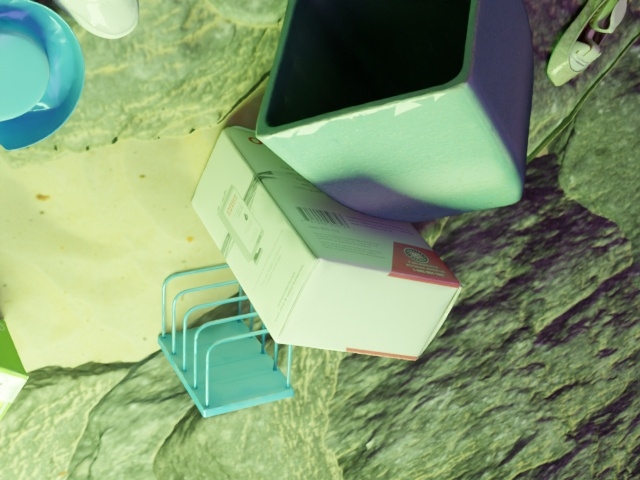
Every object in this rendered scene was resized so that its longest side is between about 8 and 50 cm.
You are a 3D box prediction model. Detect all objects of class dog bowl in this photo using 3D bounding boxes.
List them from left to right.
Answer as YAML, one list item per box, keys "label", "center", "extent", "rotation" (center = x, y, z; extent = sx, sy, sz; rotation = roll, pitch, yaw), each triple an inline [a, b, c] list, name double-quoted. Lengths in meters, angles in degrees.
- label: "dog bowl"
  center: [-0.391, -0.163, 1.199]
  extent: [0.297, 0.074, 0.166]
  rotation: [-17, 127, -20]

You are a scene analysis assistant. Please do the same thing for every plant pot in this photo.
- label: "plant pot"
  center: [0.116, -0.156, 1.319]
  extent: [0.247, 0.248, 0.252]
  rotation: [-12, 140, 30]

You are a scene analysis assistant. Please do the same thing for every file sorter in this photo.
- label: "file sorter"
  center: [-0.119, 0.117, 1.479]
  extent: [0.118, 0.170, 0.105]
  rotation: [-11, 123, -24]

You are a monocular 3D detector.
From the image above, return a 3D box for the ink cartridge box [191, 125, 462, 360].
- label: "ink cartridge box"
  center: [0.000, 0.000, 1.393]
  extent: [0.207, 0.283, 0.117]
  rotation: [10, 118, -34]

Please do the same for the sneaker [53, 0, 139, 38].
- label: "sneaker"
  center: [-0.234, -0.283, 1.147]
  extent: [0.090, 0.115, 0.232]
  rotation: [-32, 129, -9]

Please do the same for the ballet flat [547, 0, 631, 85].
- label: "ballet flat"
  center: [0.354, -0.272, 1.565]
  extent: [0.057, 0.052, 0.168]
  rotation: [14, 113, -36]

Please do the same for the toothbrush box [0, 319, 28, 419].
- label: "toothbrush box"
  center: [-0.504, 0.158, 1.317]
  extent: [0.283, 0.122, 0.206]
  rotation: [27, 105, -38]
